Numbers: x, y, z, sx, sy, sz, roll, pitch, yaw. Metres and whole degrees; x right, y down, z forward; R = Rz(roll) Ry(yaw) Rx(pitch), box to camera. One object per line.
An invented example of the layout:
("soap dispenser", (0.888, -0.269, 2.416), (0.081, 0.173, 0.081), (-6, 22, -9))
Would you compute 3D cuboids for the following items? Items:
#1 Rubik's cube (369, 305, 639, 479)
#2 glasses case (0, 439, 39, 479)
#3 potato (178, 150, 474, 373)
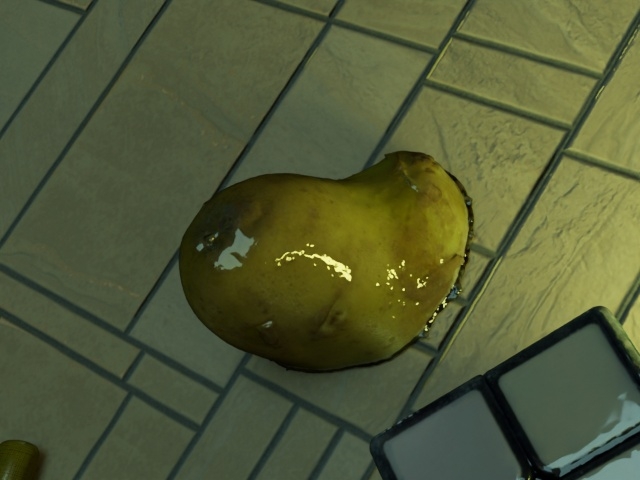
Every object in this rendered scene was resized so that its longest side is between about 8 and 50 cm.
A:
("Rubik's cube", (0.285, 0.317, 1.438), (0.313, 0.318, 0.316), (-32, 51, 8))
("glasses case", (-0.485, 0.411, 1.963), (0.079, 0.064, 0.234), (3, 63, 22))
("potato", (0.000, 0.000, 1.801), (0.397, 0.296, 0.290), (-34, 53, 9))
